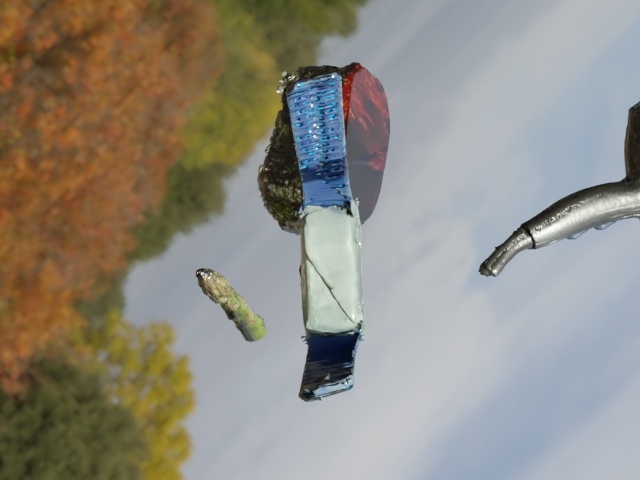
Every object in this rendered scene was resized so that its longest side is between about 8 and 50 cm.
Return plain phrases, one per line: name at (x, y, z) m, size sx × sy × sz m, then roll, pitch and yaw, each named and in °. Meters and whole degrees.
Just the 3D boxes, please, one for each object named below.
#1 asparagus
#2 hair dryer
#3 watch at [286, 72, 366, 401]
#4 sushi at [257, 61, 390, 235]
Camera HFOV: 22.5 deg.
asparagus at (-0.109, 0.074, 1.920) m, size 0.036 × 0.165 × 0.030 m, roll 7°, pitch -116°, yaw 31°
hair dryer at (0.221, 0.003, 1.265) m, size 0.219 × 0.195 × 0.075 m, roll -19°, pitch -167°, yaw -18°
watch at (0.000, -0.012, 1.464) m, size 0.068 × 0.276 × 0.274 m, roll -1°, pitch -175°, yaw 5°
sushi at (0.006, -0.115, 2.078) m, size 0.126 × 0.136 × 0.225 m, roll -3°, pitch -110°, yaw 31°
